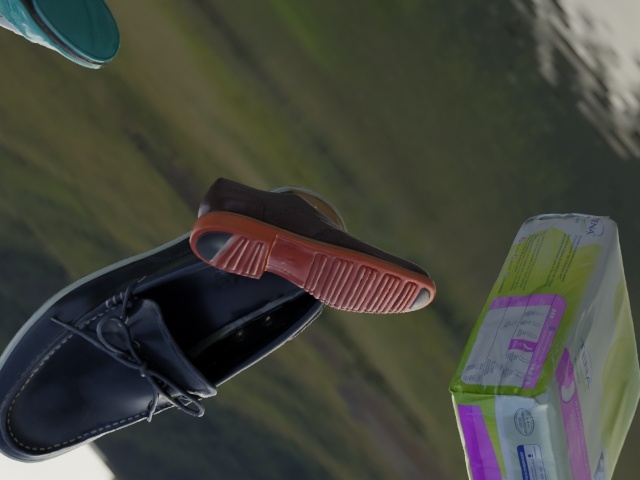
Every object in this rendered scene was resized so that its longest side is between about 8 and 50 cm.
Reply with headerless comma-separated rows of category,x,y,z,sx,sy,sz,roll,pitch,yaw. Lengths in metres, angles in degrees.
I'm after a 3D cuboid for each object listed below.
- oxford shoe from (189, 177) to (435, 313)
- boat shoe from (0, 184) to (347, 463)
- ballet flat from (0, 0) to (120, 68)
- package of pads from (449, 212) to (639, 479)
oxford shoe,0.000,0.000,2.005,0.271,0.098,0.097,19,140,-10
boat shoe,-0.187,0.112,2.174,0.187,0.500,0.156,56,-171,-25
ballet flat,-0.280,-0.238,1.668,0.087,0.083,0.247,-6,146,35
package of pads,0.214,0.136,1.735,0.296,0.101,0.229,-59,-38,-51
